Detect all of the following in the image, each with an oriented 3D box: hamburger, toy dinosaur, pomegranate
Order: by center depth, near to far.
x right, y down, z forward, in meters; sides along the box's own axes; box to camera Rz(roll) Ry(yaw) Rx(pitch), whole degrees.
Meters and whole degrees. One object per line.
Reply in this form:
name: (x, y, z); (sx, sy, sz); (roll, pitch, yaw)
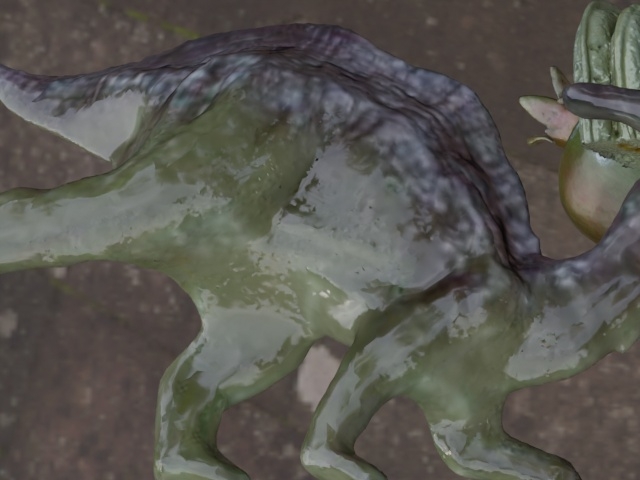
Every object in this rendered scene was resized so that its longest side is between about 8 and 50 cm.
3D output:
toy dinosaur: (0.002, 0.004, 0.495); (0.294, 0.077, 0.162); (18, 62, 6)
hamburger: (0.168, -0.085, 0.821); (0.054, 0.121, 0.084); (-6, 84, 35)
pomegranate: (0.299, -0.087, 1.548); (0.224, 0.181, 0.181); (35, 109, 34)
